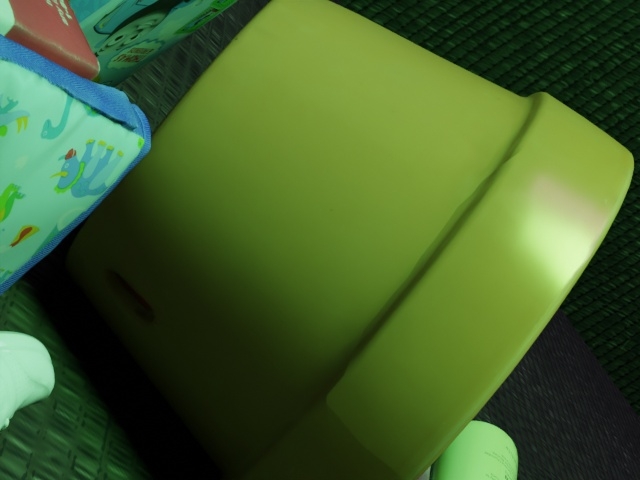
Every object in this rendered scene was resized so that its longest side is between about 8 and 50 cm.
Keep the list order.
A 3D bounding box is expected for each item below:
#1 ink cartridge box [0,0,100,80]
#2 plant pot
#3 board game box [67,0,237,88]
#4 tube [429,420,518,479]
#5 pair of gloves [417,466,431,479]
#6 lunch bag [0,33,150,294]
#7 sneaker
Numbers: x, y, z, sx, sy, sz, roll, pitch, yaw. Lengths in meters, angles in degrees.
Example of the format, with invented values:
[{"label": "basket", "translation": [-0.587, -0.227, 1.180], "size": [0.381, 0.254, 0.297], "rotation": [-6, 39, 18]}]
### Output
[{"label": "ink cartridge box", "translation": [-0.246, -0.156, 0.569], "size": [0.226, 0.131, 0.306], "rotation": [62, 13, 20]}, {"label": "plant pot", "translation": [0.000, 0.000, 0.825], "size": [0.203, 0.291, 0.291], "rotation": [40, 14, -3]}, {"label": "board game box", "translation": [-0.110, -0.118, 0.786], "size": [0.039, 0.211, 0.160], "rotation": [58, 13, 2]}, {"label": "tube", "translation": [0.093, 0.205, 0.957], "size": [0.070, 0.062, 0.240], "rotation": [27, 27, -3]}, {"label": "pair of gloves", "translation": [0.065, 0.194, 1.064], "size": [0.204, 0.042, 0.240], "rotation": [57, 17, -23]}, {"label": "lunch bag", "translation": [-0.152, -0.026, 0.534], "size": [0.129, 0.151, 0.096], "rotation": [24, 45, -66]}, {"label": "sneaker", "translation": [-0.149, 0.070, 0.574], "size": [0.152, 0.053, 0.061], "rotation": [-1, 67, -68]}]
